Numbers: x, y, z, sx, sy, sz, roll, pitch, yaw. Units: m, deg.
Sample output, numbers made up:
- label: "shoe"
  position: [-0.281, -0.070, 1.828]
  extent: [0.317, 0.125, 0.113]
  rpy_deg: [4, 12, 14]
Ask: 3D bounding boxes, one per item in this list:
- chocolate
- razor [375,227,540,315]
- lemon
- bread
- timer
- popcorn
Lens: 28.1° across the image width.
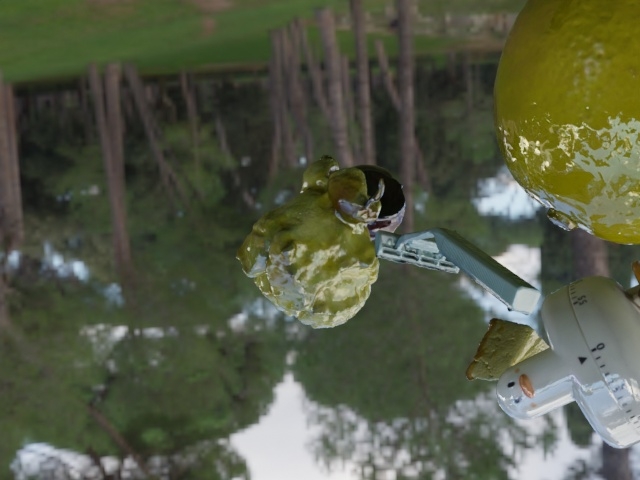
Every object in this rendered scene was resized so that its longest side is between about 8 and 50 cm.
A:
- label: "chocolate"
  position: [0.074, -0.057, 2.064]
  extent: [0.124, 0.127, 0.133]
  rpy_deg: [-50, 175, -27]
- label: "razor"
  position: [0.162, 0.025, 1.399]
  extent: [0.111, 0.056, 0.278]
  rpy_deg: [13, -175, -22]
- label: "lemon"
  position: [0.357, -0.163, 1.442]
  extent: [0.348, 0.348, 0.348]
  rpy_deg: [-3, -171, 0]
- label: "bread"
  position: [0.274, 0.176, 1.840]
  extent: [0.084, 0.080, 0.109]
  rpy_deg: [3, -125, 45]
- label: "timer"
  position: [0.364, 0.170, 1.708]
  extent: [0.240, 0.233, 0.233]
  rpy_deg: [-28, -178, 16]
- label: "popcorn"
  position: [0.007, 0.008, 1.576]
  extent: [0.168, 0.195, 0.173]
  rpy_deg: [42, 175, 1]
